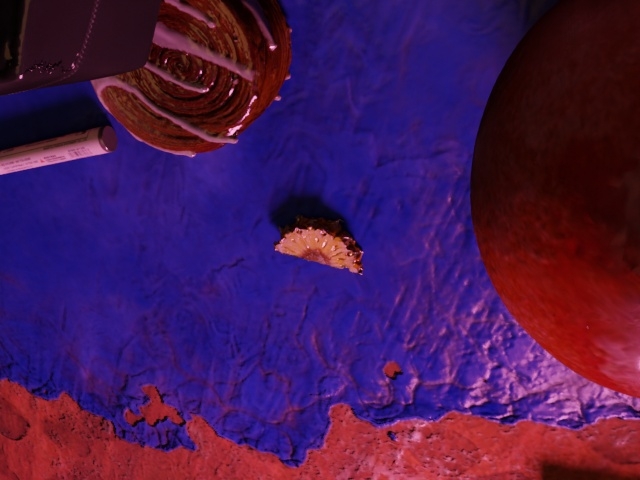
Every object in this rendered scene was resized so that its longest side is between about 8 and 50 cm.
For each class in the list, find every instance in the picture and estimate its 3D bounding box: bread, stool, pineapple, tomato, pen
[{"bbox_3d":[-0.106,-0.145,0.671,0.161,0.073,0.160,12,126,16],"label":"bread"},{"bbox_3d":[-0.216,-0.201,0.564,0.232,0.141,0.232,9,110,27],"label":"stool"},{"bbox_3d":[0.000,0.000,0.756,0.083,0.019,0.045,15,132,13],"label":"pineapple"},{"bbox_3d":[0.212,-0.030,0.502,0.265,0.265,0.264,11,125,16],"label":"tomato"},{"bbox_3d":[-0.275,-0.079,0.819,0.204,0.025,0.025,-7,118,28],"label":"pen"}]
